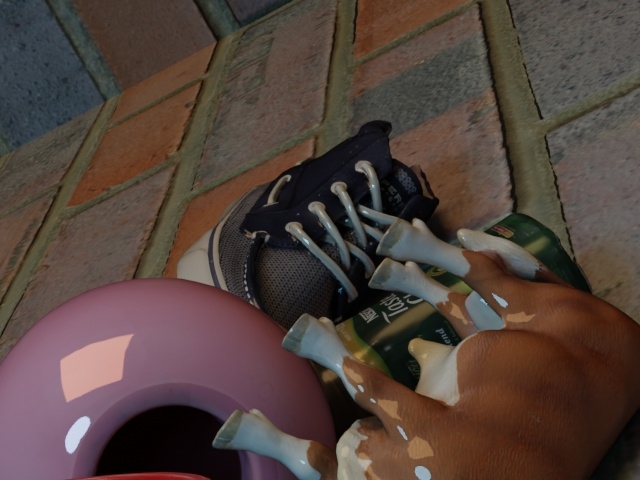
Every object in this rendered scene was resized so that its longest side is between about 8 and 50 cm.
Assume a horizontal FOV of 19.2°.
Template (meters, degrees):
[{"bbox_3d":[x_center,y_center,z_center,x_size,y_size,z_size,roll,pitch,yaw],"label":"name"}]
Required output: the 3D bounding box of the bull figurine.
[{"bbox_3d":[0.069,0.098,0.964,0.310,0.188,0.101,-42,-15,-55],"label":"bull figurine"}]

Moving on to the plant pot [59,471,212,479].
[{"bbox_3d":[-0.126,0.207,0.872,0.191,0.174,0.191,-10,2,0],"label":"plant pot"}]

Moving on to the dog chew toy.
[{"bbox_3d":[-0.110,0.120,1.137,0.206,0.206,0.332,-33,9,-9],"label":"dog chew toy"}]

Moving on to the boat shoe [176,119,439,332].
[{"bbox_3d":[0.000,0.000,1.390,0.158,0.127,0.340,-34,15,13],"label":"boat shoe"}]

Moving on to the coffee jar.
[{"bbox_3d":[0.075,0.062,1.178,0.184,0.079,0.096,-33,17,-6],"label":"coffee jar"}]
